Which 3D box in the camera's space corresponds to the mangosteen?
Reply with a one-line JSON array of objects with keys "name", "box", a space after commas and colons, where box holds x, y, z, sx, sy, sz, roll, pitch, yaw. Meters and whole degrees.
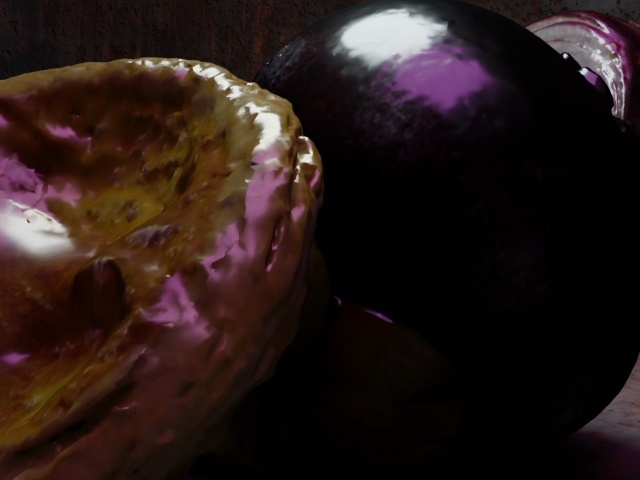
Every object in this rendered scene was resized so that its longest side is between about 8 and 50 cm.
[{"name": "mangosteen", "box": [0.051, 0.017, 1.509, 0.435, 0.382, 0.382, -33, 16, -6]}]

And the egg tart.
[{"name": "egg tart", "box": [-0.183, 0.067, 1.286, 0.443, 0.178, 0.443, -18, 44, 18]}]

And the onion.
[{"name": "onion", "box": [0.304, -0.074, 2.162, 0.282, 0.336, 0.260, -12, -26, 39]}]
